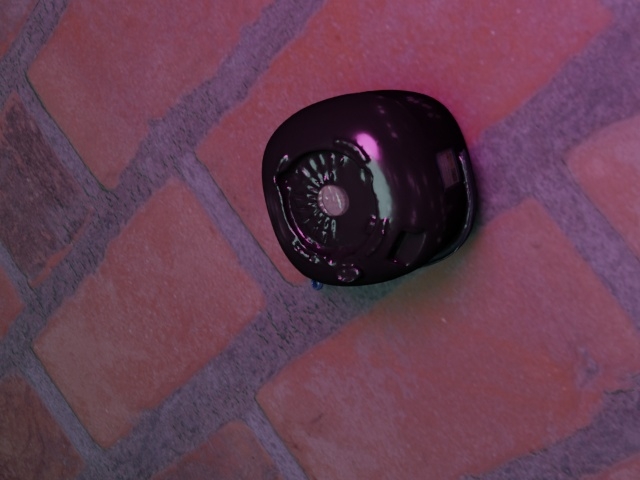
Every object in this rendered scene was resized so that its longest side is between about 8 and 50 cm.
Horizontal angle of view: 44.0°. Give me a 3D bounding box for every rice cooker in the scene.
[{"bbox_3d":[0.063,-0.066,1.018,0.267,0.224,0.267,9,110,26],"label":"rice cooker"}]

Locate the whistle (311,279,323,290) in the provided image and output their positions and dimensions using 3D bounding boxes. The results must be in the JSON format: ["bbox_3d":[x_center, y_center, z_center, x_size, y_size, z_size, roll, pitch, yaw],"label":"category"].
[{"bbox_3d":[0.000,0.000,1.165,0.090,0.090,0.158,16,112,28],"label":"whistle"}]
